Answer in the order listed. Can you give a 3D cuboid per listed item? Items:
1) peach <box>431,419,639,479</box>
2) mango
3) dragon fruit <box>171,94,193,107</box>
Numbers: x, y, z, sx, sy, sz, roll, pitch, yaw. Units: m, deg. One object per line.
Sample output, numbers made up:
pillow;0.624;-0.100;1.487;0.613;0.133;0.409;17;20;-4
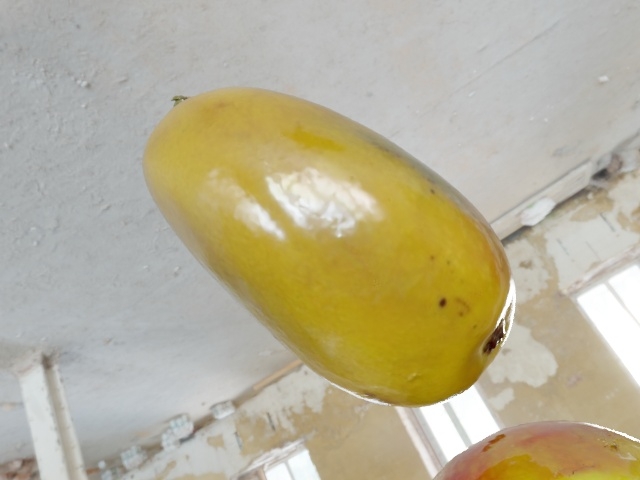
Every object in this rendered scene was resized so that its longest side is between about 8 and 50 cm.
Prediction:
peach;0.266;0.383;0.547;0.369;0.370;0.370;-23;156;-11
mango;0.000;0.000;0.547;0.232;0.445;0.300;-53;175;-22
dragon fruit;-0.228;-0.171;0.910;0.166;0.172;0.160;7;-172;-20
